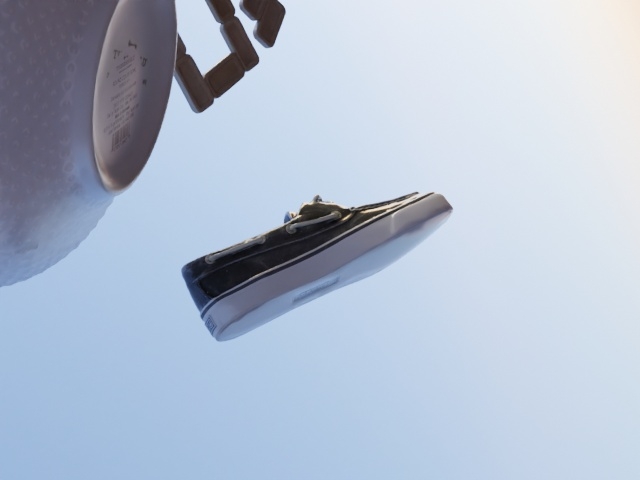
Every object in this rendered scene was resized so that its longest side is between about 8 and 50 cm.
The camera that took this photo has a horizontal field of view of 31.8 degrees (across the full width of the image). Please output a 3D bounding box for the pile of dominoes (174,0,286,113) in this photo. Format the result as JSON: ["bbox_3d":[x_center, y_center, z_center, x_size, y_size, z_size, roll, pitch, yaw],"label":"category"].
[{"bbox_3d":[-0.141,-0.281,1.165,0.196,0.040,0.251,-47,-62,-41],"label":"pile of dominoes"}]

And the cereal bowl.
[{"bbox_3d":[-0.187,-0.123,0.753,0.339,0.141,0.338,12,-90,-82],"label":"cereal bowl"}]

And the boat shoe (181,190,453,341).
[{"bbox_3d":[0.000,0.000,0.866,0.070,0.219,0.078,60,159,17],"label":"boat shoe"}]
